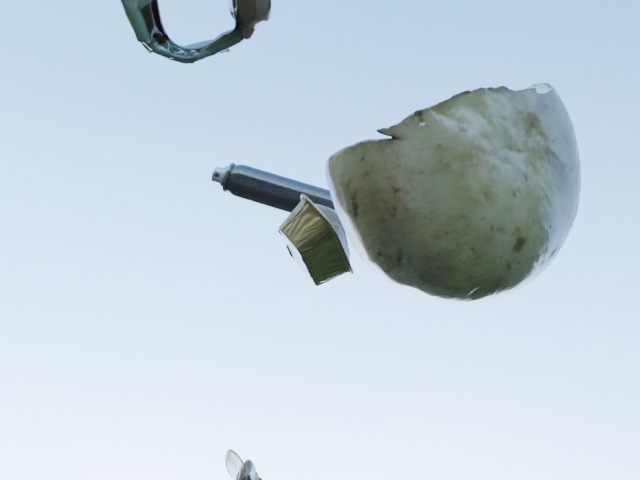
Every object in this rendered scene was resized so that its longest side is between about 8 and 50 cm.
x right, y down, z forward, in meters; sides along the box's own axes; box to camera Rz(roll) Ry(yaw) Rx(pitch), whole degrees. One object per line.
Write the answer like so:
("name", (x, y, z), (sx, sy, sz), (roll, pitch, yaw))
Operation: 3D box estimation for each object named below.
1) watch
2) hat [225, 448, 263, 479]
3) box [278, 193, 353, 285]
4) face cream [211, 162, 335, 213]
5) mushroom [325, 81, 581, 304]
("watch", (-0.212, -0.425, 1.319), (0.241, 0.162, 0.254), (-6, -69, -10))
("hat", (-0.126, 0.470, 1.437), (0.166, 0.144, 0.173), (44, -42, -19))
("box", (0.000, 0.000, 1.324), (0.111, 0.111, 0.177), (10, -28, 20))
("face cream", (-0.095, -0.105, 1.717), (0.283, 0.073, 0.073), (17, -49, 7))
("mushroom", (0.131, -0.033, 0.763), (0.195, 0.253, 0.189), (-23, -96, 63))
